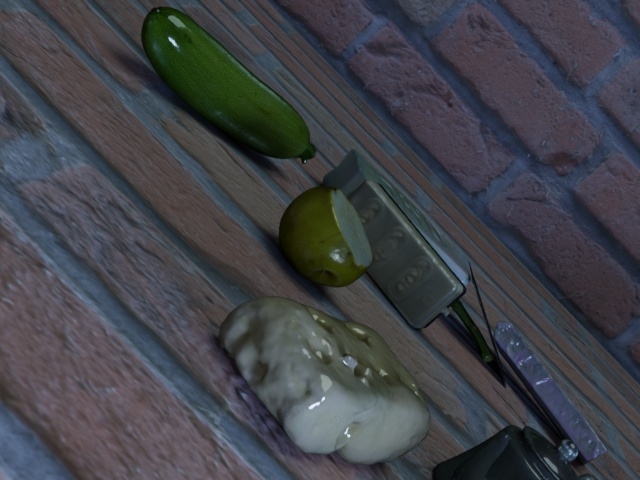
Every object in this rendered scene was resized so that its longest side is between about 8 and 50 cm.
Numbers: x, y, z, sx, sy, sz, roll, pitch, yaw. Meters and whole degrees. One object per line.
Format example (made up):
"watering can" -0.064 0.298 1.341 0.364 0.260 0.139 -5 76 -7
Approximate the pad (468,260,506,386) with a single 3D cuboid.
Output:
"pad" 0.304 0.150 1.860 0.143 0.003 0.211 -70 142 -75

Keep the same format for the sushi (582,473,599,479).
"sushi" 0.466 0.417 1.690 0.083 0.044 0.046 45 14 -11

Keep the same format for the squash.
"squash" -0.141 -0.226 1.580 0.395 0.107 0.107 36 17 -42

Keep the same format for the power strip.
"power strip" 0.126 0.025 1.664 0.257 0.105 0.070 51 16 19

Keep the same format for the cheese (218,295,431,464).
"cheese" 0.018 0.143 1.037 0.263 0.093 0.159 28 24 -54

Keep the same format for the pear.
"pear" 0.000 0.000 1.375 0.141 0.104 0.141 52 27 -41

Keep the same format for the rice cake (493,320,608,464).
"rice cake" 0.414 0.280 1.864 0.298 0.050 0.106 55 1 24

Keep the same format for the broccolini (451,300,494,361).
"broccolini" 0.255 0.130 1.906 0.054 0.051 0.239 -15 57 -23

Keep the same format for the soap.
"soap" 0.136 -0.022 1.850 0.289 0.095 0.173 42 15 -18

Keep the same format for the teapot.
"teapot" 0.244 0.285 1.186 0.239 0.149 0.162 34 17 -39
